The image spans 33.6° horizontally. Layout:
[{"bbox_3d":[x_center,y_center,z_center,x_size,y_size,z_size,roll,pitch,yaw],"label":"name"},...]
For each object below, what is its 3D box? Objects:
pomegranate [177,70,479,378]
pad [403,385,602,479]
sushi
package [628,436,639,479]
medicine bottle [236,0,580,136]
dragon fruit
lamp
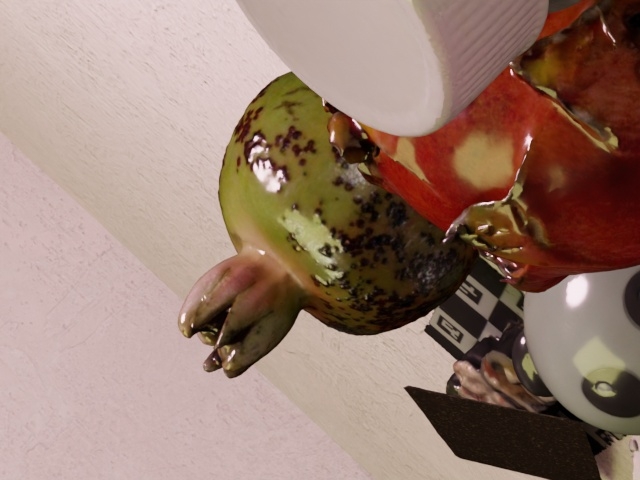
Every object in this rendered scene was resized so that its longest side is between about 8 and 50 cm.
[{"bbox_3d":[0.000,0.000,1.037,0.285,0.341,0.285,37,159,17],"label":"pomegranate"},{"bbox_3d":[0.245,0.259,1.361,0.219,0.004,0.330,9,157,23],"label":"pad"},{"bbox_3d":[0.236,0.199,1.362,0.296,0.100,0.373,42,163,12],"label":"sushi"},{"bbox_3d":[0.415,0.220,0.895,0.311,0.221,0.165,6,113,68],"label":"package"},{"bbox_3d":[0.090,-0.190,0.494,0.165,0.273,0.165,40,163,14],"label":"medicine bottle"},{"bbox_3d":[0.151,-0.089,0.653,0.314,0.250,0.250,-14,129,24],"label":"dragon fruit"},{"bbox_3d":[0.281,0.069,0.829,0.243,0.198,0.198,23,158,11],"label":"lamp"}]
